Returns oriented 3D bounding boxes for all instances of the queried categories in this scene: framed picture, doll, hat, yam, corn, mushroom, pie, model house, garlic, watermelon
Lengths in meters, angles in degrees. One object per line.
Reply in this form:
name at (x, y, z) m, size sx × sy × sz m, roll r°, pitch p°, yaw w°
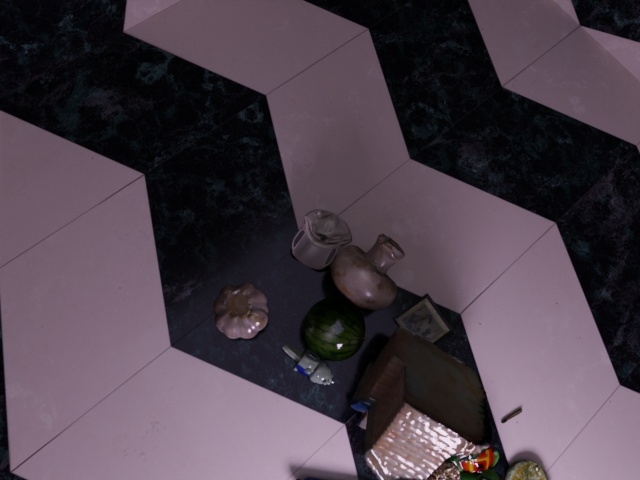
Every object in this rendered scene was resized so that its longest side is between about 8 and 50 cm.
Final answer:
framed picture at (0.437, 0.355, 1.823) m, size 0.195 × 0.010 × 0.199 m, roll -32°, pitch 80°, yaw -14°
doll at (0.585, 0.922, 1.601) m, size 0.182 × 0.160 × 0.363 m, roll -5°, pitch 77°, yaw -7°
hat at (0.000, 0.000, 1.845) m, size 0.219 × 0.164 × 0.226 m, roll 33°, pitch 112°, yaw -1°
yam at (0.778, 0.713, 1.758) m, size 0.107 × 0.014 × 0.014 m, roll -25°, pitch 78°, yaw -13°
corn at (0.427, 0.847, 1.551) m, size 0.092 × 0.280 × 0.092 m, roll 0°, pitch 56°, yaw 0°
mushroom at (0.201, 0.116, 1.707) m, size 0.297 × 0.297 × 0.290 m, roll 45°, pitch 99°, yaw 7°
pie at (0.803, 0.950, 1.679) m, size 0.186 × 0.041 × 0.187 m, roll 2°, pitch 74°, yaw -7°
model house at (0.330, 0.633, 1.543) m, size 0.395 × 0.445 × 0.400 m, roll 31°, pitch 112°, yaw -2°
garlic at (-0.307, 0.278, 1.686) m, size 0.227 × 0.152 × 0.228 m, roll -3°, pitch 70°, yaw 9°
watermelon at (0.055, 0.341, 1.667) m, size 0.242 × 0.242 × 0.242 m, roll 2°, pitch 74°, yaw -6°

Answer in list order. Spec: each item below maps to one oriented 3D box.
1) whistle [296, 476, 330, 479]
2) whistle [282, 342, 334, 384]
whistle at (0.060, 0.920, 1.593) m, size 0.304 × 0.062 × 0.062 m, roll 11°, pitch 73°, yaw -4°
whistle at (-0.047, 0.483, 1.687) m, size 0.244 × 0.110 × 0.092 m, roll 34°, pitch 108°, yaw 2°
